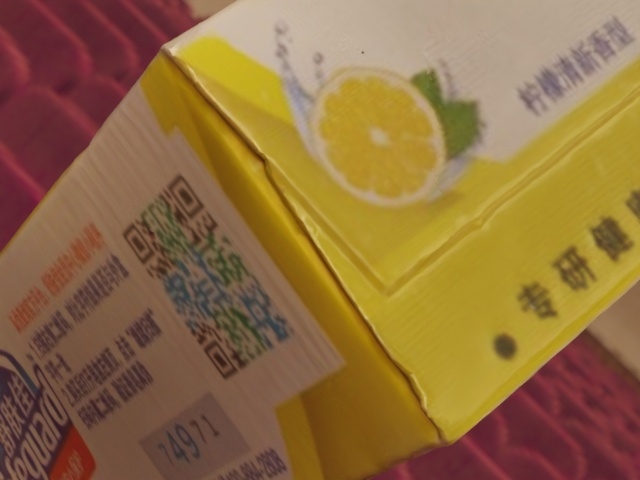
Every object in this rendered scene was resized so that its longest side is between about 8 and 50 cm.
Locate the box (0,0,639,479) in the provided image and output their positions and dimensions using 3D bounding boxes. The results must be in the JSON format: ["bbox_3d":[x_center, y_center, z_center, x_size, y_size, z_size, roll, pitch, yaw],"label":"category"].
[{"bbox_3d":[0.000,0.000,0.491,0.097,0.168,0.265,52,-29,0],"label":"box"}]
